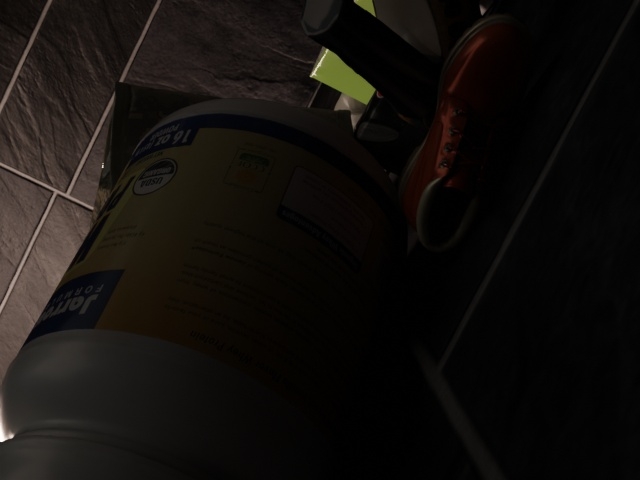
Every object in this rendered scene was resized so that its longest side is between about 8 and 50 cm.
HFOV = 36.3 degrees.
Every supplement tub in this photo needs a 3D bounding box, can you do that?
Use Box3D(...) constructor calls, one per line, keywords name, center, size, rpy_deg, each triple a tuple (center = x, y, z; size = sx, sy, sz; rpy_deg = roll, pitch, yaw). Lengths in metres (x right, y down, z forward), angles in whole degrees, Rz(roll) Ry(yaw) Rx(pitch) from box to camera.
Box3D(name="supplement tub", center=(-0.078, 0.080, 0.676), size=(0.228, 0.228, 0.316), rpy_deg=(-55, 11, 50))

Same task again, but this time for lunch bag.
Box3D(name="lunch bag", center=(-0.112, 0.000, 0.981), size=(0.287, 0.235, 0.169), rpy_deg=(116, 154, -52))

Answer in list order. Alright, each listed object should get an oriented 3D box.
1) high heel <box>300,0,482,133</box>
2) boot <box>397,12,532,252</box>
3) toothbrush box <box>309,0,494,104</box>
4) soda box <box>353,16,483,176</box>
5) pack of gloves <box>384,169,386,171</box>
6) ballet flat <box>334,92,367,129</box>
Box3D(name="high heel", center=(0.090, -0.213, 0.701), size=(0.093, 0.186, 0.261), rpy_deg=(11, 77, 44))
Box3D(name="boot", center=(0.099, -0.067, 0.636), size=(0.084, 0.059, 0.158), rpy_deg=(-87, 16, -65))
Box3D(name="toothbrush box", center=(0.113, -0.294, 1.046), size=(0.206, 0.122, 0.283), rpy_deg=(-68, 10, -25))
Box3D(name="soda box", center=(0.091, -0.150, 0.934), size=(0.169, 0.060, 0.053), rpy_deg=(-61, 12, 24))
Box3D(name="pack of gloves", center=(0.000, 0.000, 1.120), size=(0.195, 0.046, 0.232), rpy_deg=(-65, 7, -19))
Box3D(name="ballet flat", center=(0.045, -0.142, 1.275), size=(0.213, 0.072, 0.068), rpy_deg=(132, 135, -67))
